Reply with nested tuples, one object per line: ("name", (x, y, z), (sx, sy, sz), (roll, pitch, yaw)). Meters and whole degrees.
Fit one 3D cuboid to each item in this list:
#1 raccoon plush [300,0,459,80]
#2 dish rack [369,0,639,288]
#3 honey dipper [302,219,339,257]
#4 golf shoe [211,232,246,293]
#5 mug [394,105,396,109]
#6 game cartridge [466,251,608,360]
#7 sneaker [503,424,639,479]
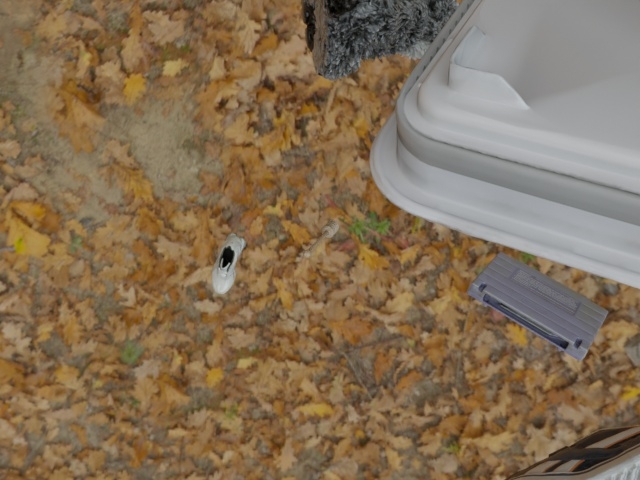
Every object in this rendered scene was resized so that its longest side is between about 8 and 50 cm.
("raccoon plush", (0.146, -0.369, 1.010), (0.299, 0.446, 0.216), (-9, 107, -10))
("dish rack", (0.210, -0.123, 0.370), (0.285, 0.333, 0.072), (20, 147, 26))
("honey dipper", (0.000, 0.000, 1.395), (0.030, 0.160, 0.030), (9, 118, 18))
("golf shoe", (-0.253, 0.069, 1.693), (0.069, 0.086, 0.176), (19, 110, 3))
("mug", (0.192, -0.155, 0.866), (0.150, 0.169, 0.113), (-32, 112, -31))
("game cartridge", (0.625, 0.179, 1.862), (0.355, 0.230, 0.068), (32, 127, 22))
("sneaker", (0.327, 0.330, 0.824), (0.321, 0.127, 0.126), (-23, 83, 10))
